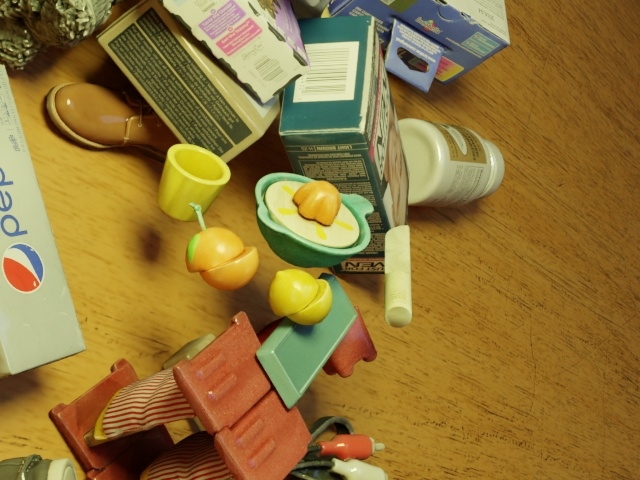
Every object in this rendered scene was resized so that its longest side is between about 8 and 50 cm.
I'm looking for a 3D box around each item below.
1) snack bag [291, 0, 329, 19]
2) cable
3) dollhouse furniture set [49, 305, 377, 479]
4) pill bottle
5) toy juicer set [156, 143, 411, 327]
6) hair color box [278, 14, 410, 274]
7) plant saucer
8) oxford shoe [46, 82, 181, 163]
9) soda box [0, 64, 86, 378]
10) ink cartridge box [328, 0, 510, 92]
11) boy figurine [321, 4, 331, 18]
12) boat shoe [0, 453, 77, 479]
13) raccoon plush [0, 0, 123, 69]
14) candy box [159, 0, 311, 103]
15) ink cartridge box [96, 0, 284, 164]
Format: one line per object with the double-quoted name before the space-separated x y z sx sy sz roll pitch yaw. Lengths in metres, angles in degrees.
"snack bag" -0.107 -0.383 1.254 0.323 0.342 0.037 44 85 -4
"cable" -0.014 0.263 1.322 0.287 0.072 0.139 25 51 -46
"dollhouse furniture set" -0.080 0.138 1.173 0.152 0.201 0.374 62 35 -8
"pill bottle" 0.192 -0.117 1.703 0.229 0.131 0.131 0 77 -54
"toy juicer set" 0.000 0.000 1.136 0.329 0.089 0.209 12 34 -28
"hair color box" 0.041 -0.110 1.399 0.347 0.105 0.173 69 24 -59
"plant saucer" -0.008 0.096 1.116 0.067 0.018 0.192 60 30 -10
"oxford shoe" -0.210 -0.141 1.221 0.212 0.076 0.076 9 71 -51
"soda box" -0.318 -0.014 1.008 0.098 0.091 0.286 -17 90 -56
"ink cartridge box" 0.147 -0.427 1.696 0.270 0.151 0.395 22 51 -36
"boy figurine" -0.040 -0.305 1.503 0.285 0.092 0.177 49 42 -29
"boat shoe" -0.263 0.358 0.950 0.112 0.096 0.335 79 8 -77
"raccoon plush" -0.375 -0.357 1.055 0.446 0.216 0.299 15 75 -24
"candy box" -0.106 -0.270 1.179 0.196 0.070 0.164 42 22 -38
"ink cartridge box" -0.132 -0.204 1.256 0.193 0.088 0.234 52 20 -13
